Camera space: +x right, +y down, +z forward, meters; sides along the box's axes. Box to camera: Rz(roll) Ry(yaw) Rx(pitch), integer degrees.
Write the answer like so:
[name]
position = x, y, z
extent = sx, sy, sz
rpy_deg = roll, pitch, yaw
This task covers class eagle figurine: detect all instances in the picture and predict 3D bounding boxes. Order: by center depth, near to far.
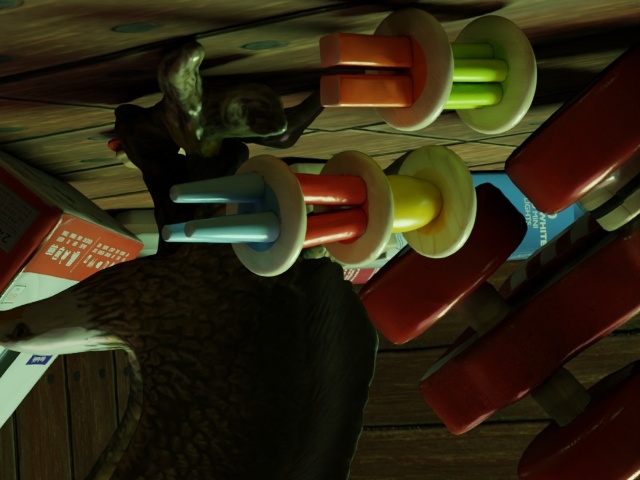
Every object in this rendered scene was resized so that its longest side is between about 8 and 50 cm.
[eagle figurine]
position = -0.070, 0.069, 0.858
extent = 0.225, 0.298, 0.226
rpy_deg = -5, 175, 25

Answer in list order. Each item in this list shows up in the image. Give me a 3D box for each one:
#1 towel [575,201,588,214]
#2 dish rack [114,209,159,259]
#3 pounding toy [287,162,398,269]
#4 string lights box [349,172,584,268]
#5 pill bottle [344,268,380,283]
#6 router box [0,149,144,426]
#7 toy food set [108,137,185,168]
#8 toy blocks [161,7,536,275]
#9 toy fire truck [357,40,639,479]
[towel]
position = 0.359, 0.088, 1.383
extent = 0.271, 0.040, 0.370
rpy_deg = 44, -177, -42
[dish rack]
position = -0.124, 0.011, 1.716
extent = 0.333, 0.072, 0.285
rpy_deg = -2, 177, -32
[pounding toy]
position = -0.024, -0.019, 1.331
extent = 0.130, 0.100, 0.141
rpy_deg = -24, 169, 32
[string lights box]
position = 0.135, -0.018, 1.529
extent = 0.260, 0.076, 0.133
rpy_deg = -3, 176, -29
[pill bottle]
position = 0.000, 0.000, 1.580
extent = 0.152, 0.086, 0.086
rpy_deg = -2, 176, -30
[router box]
position = -0.263, 0.086, 1.127
extent = 0.082, 0.301, 0.335
rpy_deg = 38, 179, 3
[toy food set]
position = -0.088, -0.058, 1.045
extent = 0.083, 0.020, 0.083
rpy_deg = -5, 177, 6
[toy blocks]
position = 0.010, -0.042, 0.715
extent = 0.148, 0.123, 0.054
rpy_deg = -5, -141, -39
[toy fire truck]
position = 0.182, -0.008, 0.936
extent = 0.302, 0.169, 0.254
rpy_deg = -43, 180, 37
